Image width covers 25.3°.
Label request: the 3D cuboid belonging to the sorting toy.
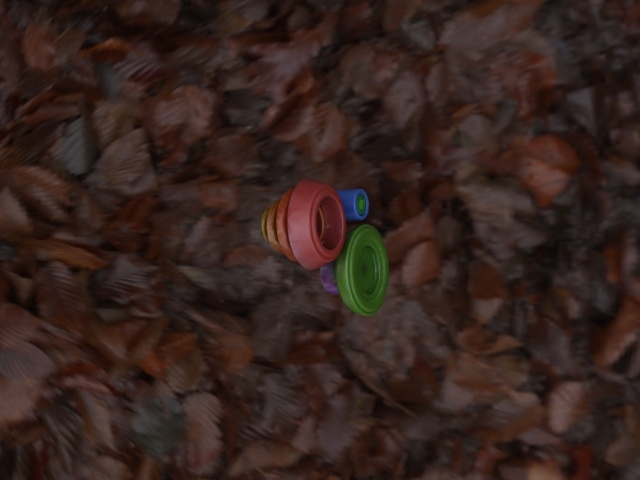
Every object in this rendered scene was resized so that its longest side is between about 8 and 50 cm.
[{"bbox_3d":[0.000,0.000,0.782,0.102,0.042,0.061,50,47,-47],"label":"sorting toy"}]
